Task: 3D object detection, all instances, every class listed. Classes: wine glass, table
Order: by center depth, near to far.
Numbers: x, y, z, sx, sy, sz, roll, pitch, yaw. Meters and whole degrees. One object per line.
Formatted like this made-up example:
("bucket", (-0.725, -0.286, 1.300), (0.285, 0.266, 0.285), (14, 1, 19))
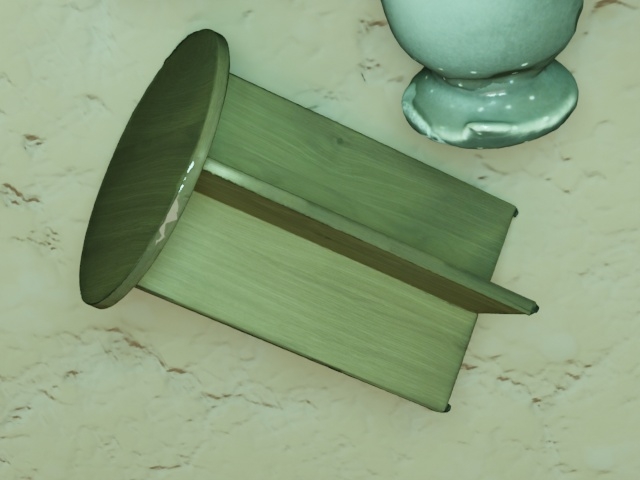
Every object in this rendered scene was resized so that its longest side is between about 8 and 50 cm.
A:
("wine glass", (0.082, -0.152, 0.900), (0.111, 0.111, 0.204), (-1, 125, 7))
("table", (0.000, 0.000, 1.002), (0.226, 0.167, 0.167), (23, 124, -20))
